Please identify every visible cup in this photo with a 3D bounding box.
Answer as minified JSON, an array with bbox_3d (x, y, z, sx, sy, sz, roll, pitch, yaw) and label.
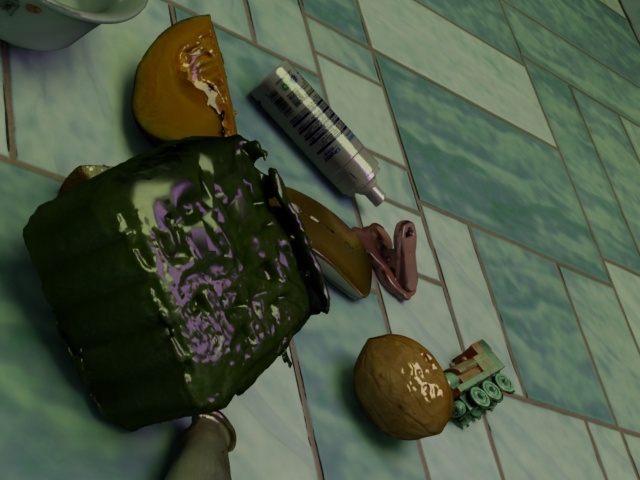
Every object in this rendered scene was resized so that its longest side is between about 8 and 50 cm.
[{"bbox_3d":[-0.432,-0.409,1.799,0.347,0.163,0.347,32,37,-29],"label":"cup"}]

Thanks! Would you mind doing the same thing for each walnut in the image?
[{"bbox_3d":[0.124,0.225,1.901,0.180,0.144,0.144,52,31,6],"label":"walnut"}]

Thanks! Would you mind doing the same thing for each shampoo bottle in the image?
[{"bbox_3d":[0.008,-0.180,2.201,0.303,0.092,0.092,47,32,-8],"label":"shampoo bottle"}]

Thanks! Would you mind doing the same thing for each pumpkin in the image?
[{"bbox_3d":[-0.206,-0.184,1.936,0.169,0.148,0.312,78,5,-54],"label":"pumpkin"}]

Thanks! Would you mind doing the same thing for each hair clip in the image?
[{"bbox_3d":[0.116,0.033,2.183,0.123,0.102,0.138,-25,111,-56],"label":"hair clip"}]

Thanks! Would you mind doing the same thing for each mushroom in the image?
[{"bbox_3d":[-0.152,0.299,1.525,0.116,0.093,0.225,51,17,-38],"label":"mushroom"}]

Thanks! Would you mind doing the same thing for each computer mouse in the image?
[{"bbox_3d":[0.000,0.000,2.045,0.245,0.056,0.126,38,33,-19],"label":"computer mouse"}]

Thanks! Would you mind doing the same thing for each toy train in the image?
[{"bbox_3d":[0.255,0.244,2.114,0.118,0.074,0.176,51,35,17],"label":"toy train"}]

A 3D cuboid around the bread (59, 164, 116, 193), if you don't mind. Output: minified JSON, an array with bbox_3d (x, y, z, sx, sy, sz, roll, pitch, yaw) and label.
[{"bbox_3d":[-0.305,-0.059,1.697,0.083,0.070,0.076,0,57,-49],"label":"bread"}]

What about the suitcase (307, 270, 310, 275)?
[{"bbox_3d":[-0.061,0.084,1.810,0.086,0.126,0.059,57,33,9],"label":"suitcase"}]

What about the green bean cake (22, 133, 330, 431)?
[{"bbox_3d":[-0.171,0.046,1.573,0.335,0.218,0.319,63,33,-11],"label":"green bean cake"}]
